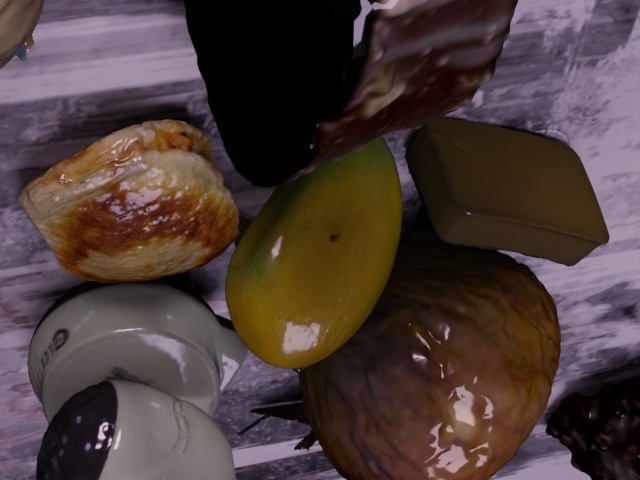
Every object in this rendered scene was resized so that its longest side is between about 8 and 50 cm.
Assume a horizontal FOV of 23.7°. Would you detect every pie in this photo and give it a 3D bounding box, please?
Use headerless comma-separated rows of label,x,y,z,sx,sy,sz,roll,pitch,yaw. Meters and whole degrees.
pie,-0.167,-0.025,1.357,0.179,0.084,0.205,-20,147,-1

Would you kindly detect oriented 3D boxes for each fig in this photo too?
fig,0.060,0.080,1.526,0.286,0.286,0.369,-38,109,22

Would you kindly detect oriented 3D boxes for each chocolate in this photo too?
chocolate,0.382,0.241,1.946,0.177,0.206,0.224,19,135,20
chocolate,0.044,-0.205,1.130,0.210,0.225,0.340,-16,146,-28

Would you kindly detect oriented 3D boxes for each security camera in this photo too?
security camera,-0.175,0.177,1.420,0.191,0.277,0.197,26,117,-27

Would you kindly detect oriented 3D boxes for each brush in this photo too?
brush,0.179,-0.046,1.465,0.197,0.123,0.059,10,137,-33

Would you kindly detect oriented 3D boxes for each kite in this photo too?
kite,0.009,0.202,1.713,0.160,0.183,0.010,-34,130,-60

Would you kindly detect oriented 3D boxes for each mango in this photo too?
mango,0.005,0.005,1.393,0.137,0.091,0.237,35,87,-11

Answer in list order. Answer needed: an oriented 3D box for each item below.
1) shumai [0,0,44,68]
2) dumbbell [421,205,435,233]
shumai,-0.294,-0.158,1.102,0.201,0.120,0.201,-11,142,-8
dumbbell,0.143,-0.022,1.549,0.083,0.036,0.040,7,137,-33
